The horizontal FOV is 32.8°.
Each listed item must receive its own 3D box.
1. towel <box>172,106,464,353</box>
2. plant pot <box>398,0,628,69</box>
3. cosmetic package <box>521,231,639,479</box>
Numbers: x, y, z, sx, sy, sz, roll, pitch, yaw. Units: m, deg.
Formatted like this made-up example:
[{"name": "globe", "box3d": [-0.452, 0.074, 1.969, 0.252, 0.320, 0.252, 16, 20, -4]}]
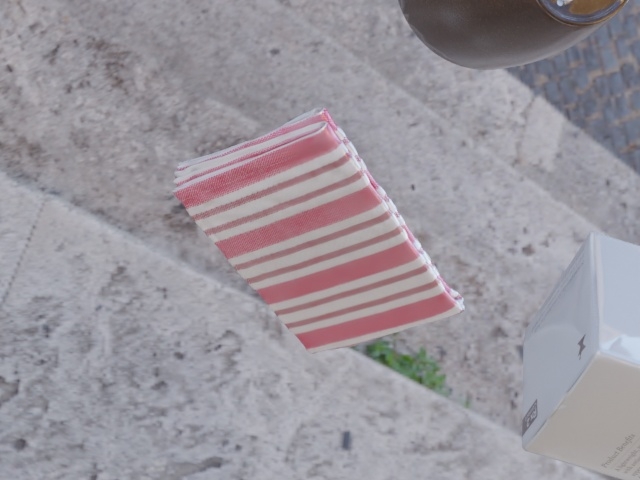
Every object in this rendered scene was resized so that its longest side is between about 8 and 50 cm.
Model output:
[{"name": "towel", "box3d": [0.000, 0.000, 0.789, 0.197, 0.144, 0.029, 52, 39, -28]}, {"name": "plant pot", "box3d": [0.203, -0.264, 1.045, 0.215, 0.230, 0.215, -3, 103, -11]}, {"name": "cosmetic package", "box3d": [0.294, 0.115, 0.970, 0.184, 0.151, 0.151, 18, 44, -5]}]
